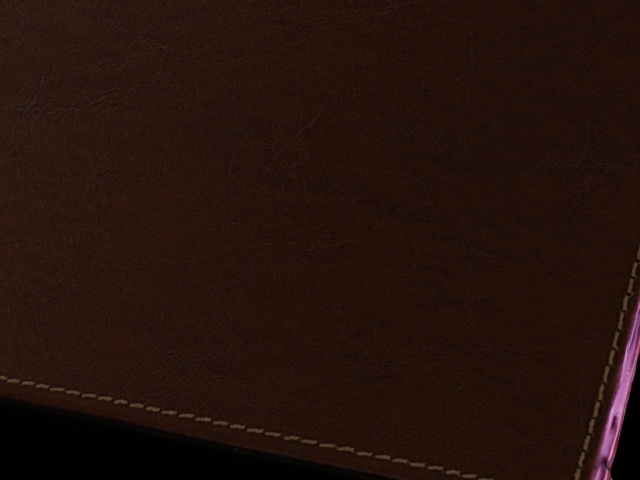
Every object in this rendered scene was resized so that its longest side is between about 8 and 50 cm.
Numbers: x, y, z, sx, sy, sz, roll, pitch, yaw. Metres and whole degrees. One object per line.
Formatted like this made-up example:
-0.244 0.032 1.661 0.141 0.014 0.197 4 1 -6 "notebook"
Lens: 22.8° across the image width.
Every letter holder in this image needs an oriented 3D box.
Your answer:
0.000 0.000 0.606 0.301 0.152 0.214 7 67 27 "letter holder"
